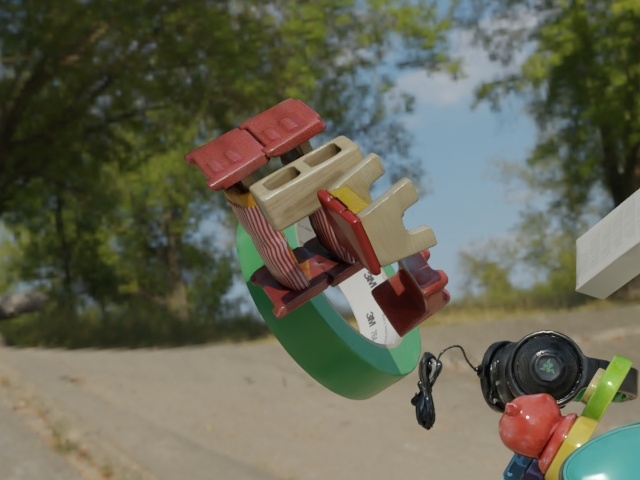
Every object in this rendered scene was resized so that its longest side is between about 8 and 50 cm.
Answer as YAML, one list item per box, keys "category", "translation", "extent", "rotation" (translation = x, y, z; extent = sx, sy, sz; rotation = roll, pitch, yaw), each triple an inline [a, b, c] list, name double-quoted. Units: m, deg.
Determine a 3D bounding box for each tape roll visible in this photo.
- category: "tape roll"
  translation: [0.016, 0.069, 1.762]
  extent: [0.077, 0.321, 0.321]
  rotation: [-36, -19, 22]

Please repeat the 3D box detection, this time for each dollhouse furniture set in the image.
- category: "dollhouse furniture set"
  translation: [0.000, 0.000, 1.348]
  extent: [0.152, 0.201, 0.374]
  rotation: [-30, 27, -7]

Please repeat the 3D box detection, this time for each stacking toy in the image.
- category: "stacking toy"
  translation: [0.356, 0.298, 1.953]
  extent: [0.279, 0.130, 0.309]
  rotation: [-49, -18, -36]

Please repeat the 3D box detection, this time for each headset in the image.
- category: "headset"
  translation: [0.352, 0.256, 2.126]
  extent: [0.394, 0.185, 0.243]
  rotation: [10, -14, -15]

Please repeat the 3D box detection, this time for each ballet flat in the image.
- category: "ballet flat"
  translation: [0.349, 0.206, 1.192]
  extent: [0.247, 0.083, 0.087]
  rotation: [-22, -29, 1]

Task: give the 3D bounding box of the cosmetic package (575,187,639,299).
- category: "cosmetic package"
  translation: [0.484, -0.004, 1.925]
  extent: [0.060, 0.099, 0.239]
  rotation: [19, -33, -15]
